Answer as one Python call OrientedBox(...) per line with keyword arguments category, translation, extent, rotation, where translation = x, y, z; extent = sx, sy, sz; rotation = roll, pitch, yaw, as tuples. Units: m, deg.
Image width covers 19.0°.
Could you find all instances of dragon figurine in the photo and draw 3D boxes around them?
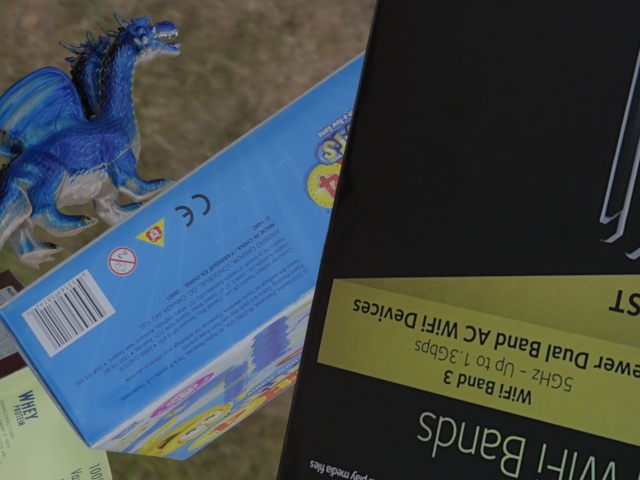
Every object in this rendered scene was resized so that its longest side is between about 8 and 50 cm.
OrientedBox(category="dragon figurine", translation=(-0.202, -0.065, 1.374), extent=(0.289, 0.085, 0.144), rotation=(-30, 86, -36))

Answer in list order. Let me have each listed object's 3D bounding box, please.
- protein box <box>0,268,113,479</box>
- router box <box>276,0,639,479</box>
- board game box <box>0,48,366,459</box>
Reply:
OrientedBox(category="protein box", translation=(-0.299, 0.169, 1.597), extent=(0.201, 0.136, 0.199), rotation=(-25, 129, -21))
OrientedBox(category="router box", translation=(0.141, 0.043, 0.416), extent=(0.081, 0.309, 0.243), rotation=(12, 91, -56))
OrientedBox(category="board game box", translation=(0.000, 0.000, 1.070), extent=(0.308, 0.086, 0.302), rotation=(-35, 171, 0))
